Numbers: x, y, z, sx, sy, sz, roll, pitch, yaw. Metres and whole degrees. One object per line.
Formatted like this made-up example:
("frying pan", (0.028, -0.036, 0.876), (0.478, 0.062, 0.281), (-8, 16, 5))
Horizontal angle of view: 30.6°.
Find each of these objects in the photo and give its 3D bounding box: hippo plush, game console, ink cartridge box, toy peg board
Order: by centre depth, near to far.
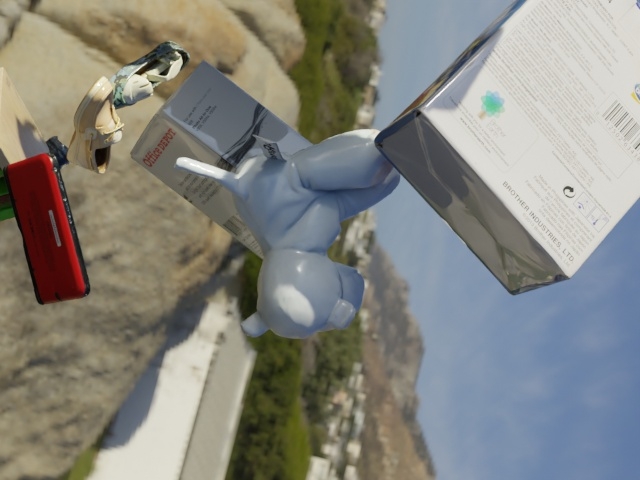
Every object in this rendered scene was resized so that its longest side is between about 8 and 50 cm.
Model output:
("game console", (-0.255, -0.015, 1.172), (0.124, 0.085, 0.144), (-11, -85, 45))
("ink cartridge box", (0.299, -0.166, 1.434), (0.395, 0.270, 0.151), (-45, -172, -20))
("hippo plush", (0.000, 0.000, 1.482), (0.294, 0.234, 0.236), (16, 61, -71))
("toy peg board", (-0.431, -0.116, 1.569), (0.161, 0.079, 0.160), (72, 4, -47))
("ink cartridge box", (-0.126, -0.114, 1.789), (0.121, 0.289, 0.211), (-56, -170, -25))

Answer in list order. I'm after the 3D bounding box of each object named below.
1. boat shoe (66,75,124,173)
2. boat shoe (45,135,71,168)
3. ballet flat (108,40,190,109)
("boat shoe", (-0.283, -0.146, 1.515), (0.063, 0.059, 0.170), (-57, 179, -34))
("boat shoe", (-0.443, -0.125, 1.867), (0.083, 0.065, 0.183), (-43, -156, -11))
("ballet flat", (-0.294, -0.277, 1.984), (0.188, 0.070, 0.070), (-46, 169, -28))
